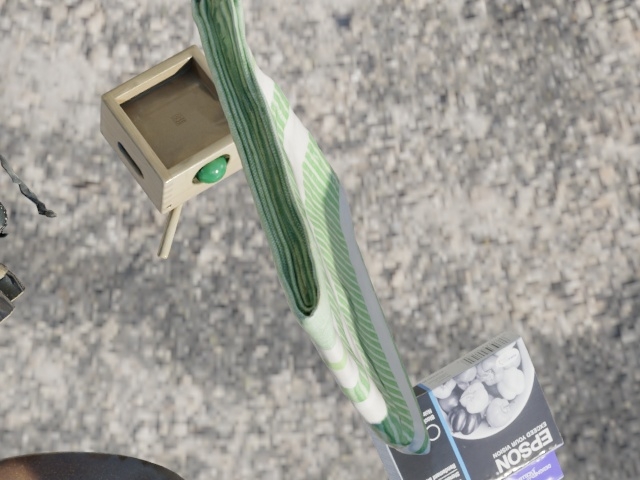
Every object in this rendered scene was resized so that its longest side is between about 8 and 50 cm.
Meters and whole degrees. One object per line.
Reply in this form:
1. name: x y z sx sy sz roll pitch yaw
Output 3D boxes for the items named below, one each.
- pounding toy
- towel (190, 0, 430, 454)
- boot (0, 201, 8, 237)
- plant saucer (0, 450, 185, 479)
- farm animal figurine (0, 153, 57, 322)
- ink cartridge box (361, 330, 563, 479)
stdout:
1. pounding toy: -0.137 -0.085 1.518 0.130 0.141 0.100 -32 164 -20
2. towel: 0.000 0.000 1.048 0.038 0.248 0.325 -21 153 4
3. boot: -0.340 -0.026 1.429 0.045 0.099 0.121 1 130 36
4. plant saucer: -0.188 0.208 1.127 0.198 0.036 0.199 -6 147 -4
5. farm animal figurine: -0.299 0.034 0.784 0.326 0.330 0.172 -38 101 -16
6. ink cartridge box: 0.178 0.244 1.832 0.206 0.045 0.208 -29 108 -16
